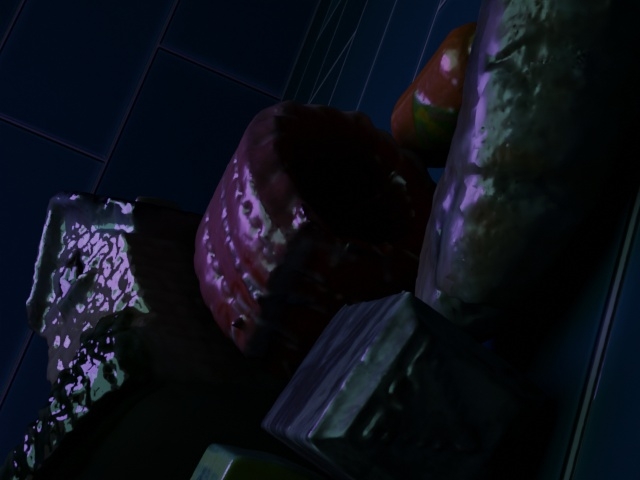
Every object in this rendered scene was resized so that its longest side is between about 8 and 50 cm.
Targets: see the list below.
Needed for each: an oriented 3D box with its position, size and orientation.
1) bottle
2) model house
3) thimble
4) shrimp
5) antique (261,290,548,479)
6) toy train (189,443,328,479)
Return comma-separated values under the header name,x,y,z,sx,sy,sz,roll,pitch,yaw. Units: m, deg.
name,x,y,z,sx,sy,sz,roll,pitch,yaw
bottle,0.108,-0.117,0.882,0.187,0.069,0.069,126,165,-61
model house,-0.143,0.110,1.015,0.298,0.243,0.284,-53,38,31
thimble,0.003,-0.002,0.892,0.125,0.163,0.190,-58,21,32
shrimp,0.143,-0.149,0.681,0.221,0.109,0.446,-61,-9,-84
antique,0.037,0.087,0.649,0.088,0.086,0.183,-55,5,-9
toy train,-0.037,0.227,0.612,0.237,0.150,0.369,-62,9,-10
